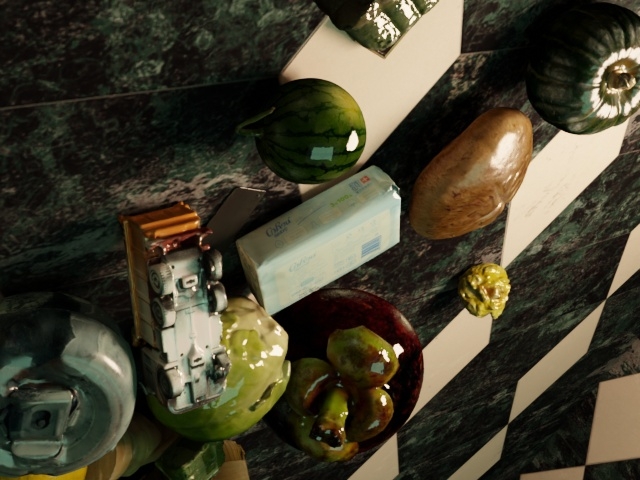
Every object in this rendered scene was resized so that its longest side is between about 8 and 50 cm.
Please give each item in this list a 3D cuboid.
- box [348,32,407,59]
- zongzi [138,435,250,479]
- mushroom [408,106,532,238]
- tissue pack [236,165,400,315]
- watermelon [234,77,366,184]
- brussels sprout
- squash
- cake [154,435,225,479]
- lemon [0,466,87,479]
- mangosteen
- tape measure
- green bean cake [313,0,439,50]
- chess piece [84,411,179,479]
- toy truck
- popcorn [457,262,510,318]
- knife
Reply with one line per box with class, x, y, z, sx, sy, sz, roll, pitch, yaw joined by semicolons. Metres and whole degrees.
box;0.080;-0.288;1.204;0.079;0.035;0.083;-48;150;19
zongzi;-0.304;0.684;1.768;0.218;0.467;0.500;30;113;-36
mushroom;0.260;-0.109;1.543;0.278;0.146;0.278;-33;156;-17
tissue pack;0.000;0.000;1.478;0.263;0.089;0.177;-28;151;-13
watermelon;-0.031;-0.143;1.199;0.187;0.140;0.140;1;136;-28
brussels sprout;-0.167;0.208;1.468;0.244;0.244;0.244;-27;149;-17
squash;0.431;-0.271;1.462;0.218;0.172;0.218;-28;149;-19
cake;-0.232;0.368;1.605;0.100;0.099;0.235;-43;166;-21
lemon;-0.445;0.340;1.401;0.203;0.178;0.178;-32;150;-14
mangosteen;0.027;0.232;1.624;0.330;0.330;0.330;-27;149;-17
tape measure;-0.378;0.207;1.238;0.256;0.147;0.275;1;122;-19
green bean cake;0.063;-0.315;1.010;0.181;0.173;0.094;-43;149;6
chess piece;-0.341;0.361;1.625;0.137;0.137;0.301;-42;163;10
toy truck;-0.201;0.094;1.264;0.114;0.135;0.270;-15;114;-32
popcorn;0.350;0.106;1.979;0.106;0.116;0.120;16;124;-34
knife;-0.169;0.014;1.395;0.072;0.019;0.245;6;127;-48
